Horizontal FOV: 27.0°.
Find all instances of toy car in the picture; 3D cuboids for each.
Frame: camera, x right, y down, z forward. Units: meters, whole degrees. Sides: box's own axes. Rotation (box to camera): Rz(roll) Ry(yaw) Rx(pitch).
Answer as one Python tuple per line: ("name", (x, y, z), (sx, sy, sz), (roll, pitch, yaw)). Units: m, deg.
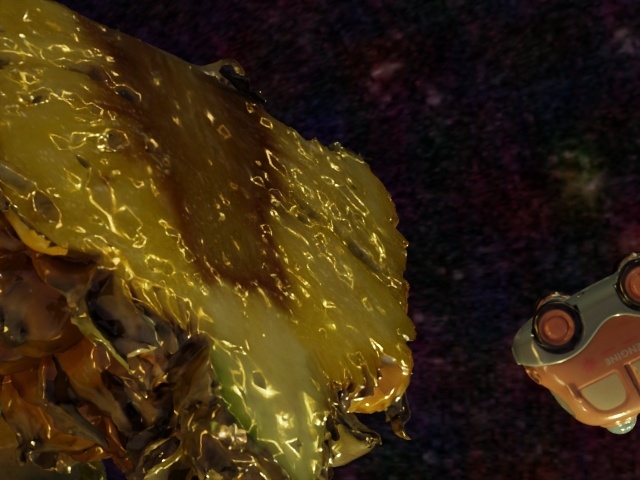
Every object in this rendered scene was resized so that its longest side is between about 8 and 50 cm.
("toy car", (0.409, 0.146, 1.814), (0.270, 0.180, 0.212), (-27, 88, 10))

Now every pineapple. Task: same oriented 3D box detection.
("pineapple", (-0.106, 0.060, 0.639), (0.344, 0.209, 0.286), (23, 36, -39))

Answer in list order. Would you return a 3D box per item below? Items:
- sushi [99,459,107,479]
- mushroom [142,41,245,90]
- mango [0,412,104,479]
("sushi", (-0.375, 0.366, 1.733), (0.210, 0.040, 0.193), (-18, 125, -21))
("mushroom", (-0.260, -0.145, 1.214), (0.407, 0.154, 0.138), (11, 108, -23))
("mango", (-0.299, 0.213, 1.039), (0.254, 0.175, 0.139), (-20, 126, -18))
